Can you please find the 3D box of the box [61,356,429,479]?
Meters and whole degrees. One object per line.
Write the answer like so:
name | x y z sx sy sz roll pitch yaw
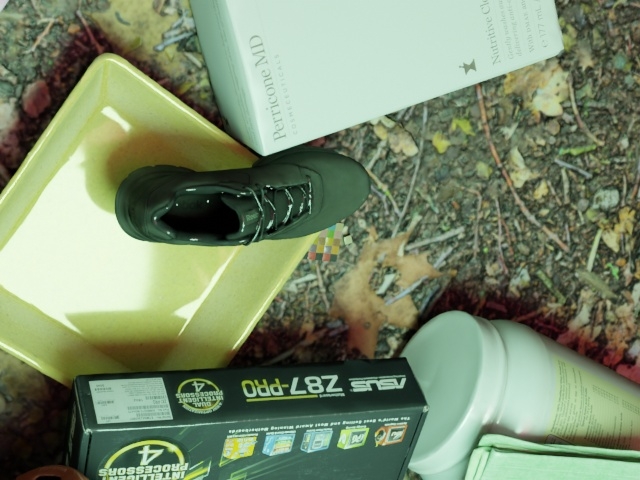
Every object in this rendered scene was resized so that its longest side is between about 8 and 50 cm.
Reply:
box | -0.102 0.282 1.549 0.394 0.097 0.318 -1 132 -21

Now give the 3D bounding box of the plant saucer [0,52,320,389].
plant saucer | -0.214 0.009 1.511 0.332 0.081 0.333 36 87 -25

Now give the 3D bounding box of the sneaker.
sneaker | -0.070 -0.035 1.444 0.286 0.130 0.109 -11 105 -20

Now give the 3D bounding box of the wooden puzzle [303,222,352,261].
wooden puzzle | 0.000 0.000 1.635 0.083 0.006 0.049 7 100 -23

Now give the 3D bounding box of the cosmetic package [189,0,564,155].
cosmetic package | 0.058 -0.262 1.513 0.384 0.156 0.217 -23 112 -17

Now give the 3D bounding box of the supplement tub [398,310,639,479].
supplement tub | 0.261 0.239 1.674 0.324 0.235 0.235 27 92 -25

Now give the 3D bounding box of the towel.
towel | 0.251 0.360 1.598 0.247 0.038 0.325 8 126 -15

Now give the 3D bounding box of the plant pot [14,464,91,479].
plant pot | -0.234 0.385 1.363 0.272 0.272 0.265 -44 121 -7

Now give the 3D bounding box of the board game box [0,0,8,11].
board game box | -0.416 -0.152 1.259 0.066 0.318 0.318 35 89 -27
